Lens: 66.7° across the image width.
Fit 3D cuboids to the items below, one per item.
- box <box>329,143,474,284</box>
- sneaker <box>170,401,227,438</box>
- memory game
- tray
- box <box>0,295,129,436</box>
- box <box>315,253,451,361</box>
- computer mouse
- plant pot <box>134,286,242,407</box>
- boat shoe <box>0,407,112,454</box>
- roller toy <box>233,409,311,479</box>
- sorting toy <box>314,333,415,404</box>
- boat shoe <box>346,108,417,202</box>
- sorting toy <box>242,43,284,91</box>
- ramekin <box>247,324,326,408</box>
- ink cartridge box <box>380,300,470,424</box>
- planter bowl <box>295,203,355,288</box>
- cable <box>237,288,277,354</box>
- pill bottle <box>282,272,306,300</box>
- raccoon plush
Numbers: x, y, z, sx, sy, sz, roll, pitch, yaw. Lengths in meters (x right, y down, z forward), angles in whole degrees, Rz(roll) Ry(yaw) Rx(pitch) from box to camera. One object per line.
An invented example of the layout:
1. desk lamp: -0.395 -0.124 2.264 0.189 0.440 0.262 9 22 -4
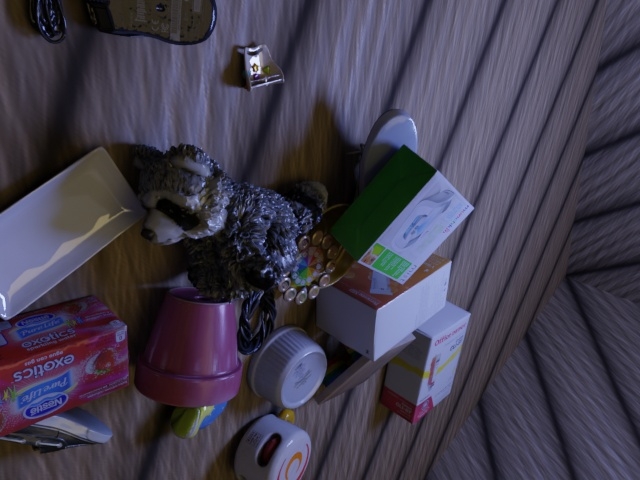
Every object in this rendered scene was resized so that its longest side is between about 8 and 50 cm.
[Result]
1. box: 0.193 -0.052 1.147 0.262 0.127 0.231 -49 140 11
2. sneaker: -0.249 0.323 1.099 0.240 0.091 0.126 -62 160 -4
3. memory game: -0.026 0.063 1.112 0.186 0.012 0.186 -24 127 -36
4. tray: -0.413 -0.016 0.749 0.270 0.030 0.145 -44 139 -24
5. box: -0.443 0.192 0.748 0.256 0.128 0.123 -16 121 -44
6. box: 0.181 0.150 1.379 0.345 0.214 0.169 -26 128 -39
7. computer mouse: -0.277 -0.378 0.688 0.261 0.060 0.184 -13 124 -32
8. plant pot: -0.242 0.191 0.935 0.201 0.201 0.181 4 98 -50
9. boat shoe: -0.468 0.326 0.842 0.219 0.077 0.070 42 76 -43
10. roller toy: -0.131 0.575 1.307 0.191 0.146 0.210 -3 107 -58
11. sorting toy: 0.118 0.354 1.456 0.255 0.089 0.257 -4 142 -53
12. boat shoe: 0.140 -0.179 1.215 0.135 0.157 0.367 -12 135 -14
13. sorting toy: -0.117 -0.327 0.914 0.083 0.044 0.075 -29 122 -36
14. ramekin: -0.078 0.337 1.267 0.207 0.109 0.207 -26 128 -38
15. ink cartridge box: 0.392 0.441 1.827 0.279 0.160 0.385 -17 122 -43
16. planter bowl: 0.000 0.000 1.185 0.217 0.090 0.217 -25 129 -36
17. cable: -0.146 0.190 1.118 0.150 0.047 0.185 -42 146 -66
18. pill bottle: -0.074 0.096 1.174 0.065 0.065 0.116 -49 139 -19
19. raccoon plush: -0.166 -0.100 0.933 0.447 0.215 0.300 -62 139 -54
